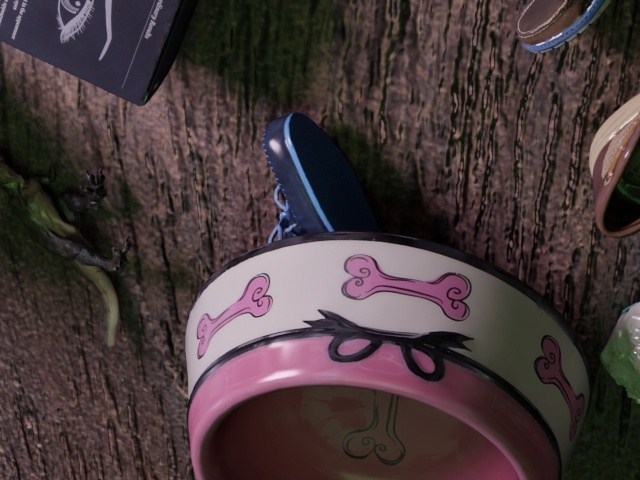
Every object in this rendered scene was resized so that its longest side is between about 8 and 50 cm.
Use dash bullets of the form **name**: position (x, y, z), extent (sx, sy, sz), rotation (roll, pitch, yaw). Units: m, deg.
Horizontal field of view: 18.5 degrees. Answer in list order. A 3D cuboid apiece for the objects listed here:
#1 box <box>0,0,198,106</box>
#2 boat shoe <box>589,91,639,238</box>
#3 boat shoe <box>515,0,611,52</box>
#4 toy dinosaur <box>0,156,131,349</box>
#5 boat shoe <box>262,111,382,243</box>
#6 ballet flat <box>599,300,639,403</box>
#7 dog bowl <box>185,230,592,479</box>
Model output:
- **box**: position (-0.213, -0.243, 1.781), extent (0.207, 0.108, 0.153), rotation (26, 126, -1)
- **boat shoe**: position (0.349, -0.125, 1.674), extent (0.123, 0.123, 0.342), rotation (39, 125, -10)
- **boat shoe**: position (0.224, -0.237, 1.669), extent (0.066, 0.066, 0.183), rotation (30, 118, -29)
- **toy dinosaur**: position (-0.249, -0.007, 1.978), extent (0.118, 0.064, 0.268), rotation (-16, 118, 42)
- **boat shoe**: position (0.000, 0.000, 1.878), extent (0.089, 0.109, 0.258), rotation (-14, 115, 29)
- **ballet flat**: position (0.456, 0.137, 1.810), extent (0.409, 0.147, 0.147), rotation (6, 124, 14)
- **dog bowl**: position (0.053, 0.179, 1.891), extent (0.408, 0.150, 0.408), rotation (7, 139, 6)
